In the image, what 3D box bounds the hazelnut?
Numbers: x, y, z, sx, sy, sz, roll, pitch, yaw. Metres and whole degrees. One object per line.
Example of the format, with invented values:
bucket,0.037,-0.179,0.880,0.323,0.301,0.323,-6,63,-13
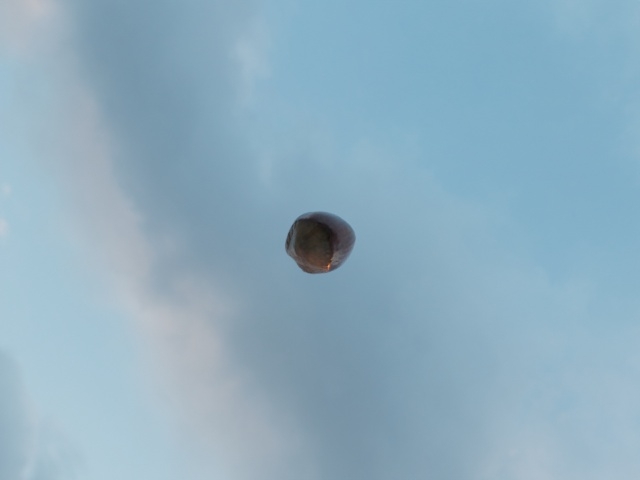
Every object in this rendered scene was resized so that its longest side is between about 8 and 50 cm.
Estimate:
hazelnut,0.000,0.000,0.821,0.087,0.086,0.086,8,-75,33
